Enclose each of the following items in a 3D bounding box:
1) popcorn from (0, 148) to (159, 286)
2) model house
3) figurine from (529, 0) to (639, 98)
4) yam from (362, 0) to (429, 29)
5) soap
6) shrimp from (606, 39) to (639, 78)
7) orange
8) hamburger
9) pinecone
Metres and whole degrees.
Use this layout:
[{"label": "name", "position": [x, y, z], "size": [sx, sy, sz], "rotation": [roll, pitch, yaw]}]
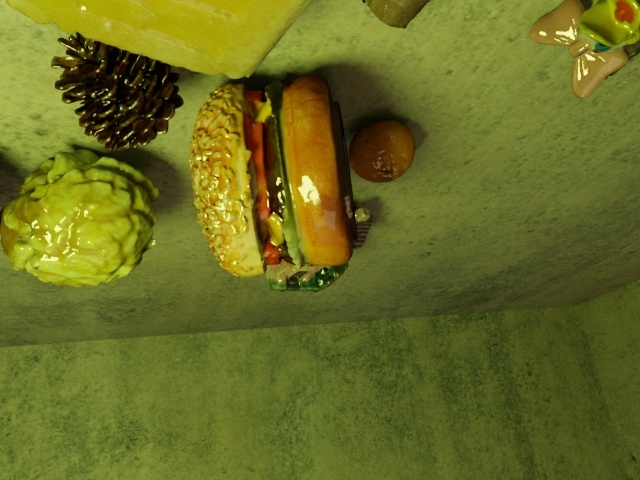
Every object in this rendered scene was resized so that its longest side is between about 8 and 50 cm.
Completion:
[{"label": "popcorn", "position": [-0.434, -0.042, 1.034], "size": [0.282, 0.282, 0.247], "rotation": [-22, 143, 33]}, {"label": "model house", "position": [0.000, 0.000, 1.371], "size": [0.236, 0.202, 0.237], "rotation": [4, 157, -29]}, {"label": "figurine", "position": [0.473, -0.357, 0.710], "size": [0.421, 0.154, 0.193], "rotation": [-37, 180, 38]}, {"label": "yam", "position": [0.118, -0.339, 0.709], "size": [0.084, 0.084, 0.127], "rotation": [5, 159, -30]}, {"label": "soap", "position": [-0.126, -0.333, 0.542], "size": [0.293, 0.156, 0.335], "rotation": [13, 150, -33]}, {"label": "shrimp", "position": [0.558, -0.344, 0.892], "size": [0.143, 0.052, 0.251], "rotation": [-1, 159, -29]}, {"label": "orange", "position": [0.121, -0.171, 1.093], "size": [0.135, 0.118, 0.135], "rotation": [0, 159, 0]}, {"label": "hamburger", "position": [-0.076, -0.103, 0.918], "size": [0.250, 0.330, 0.330], "rotation": [-9, 159, 6]}, {"label": "pinecone", "position": [-0.289, -0.222, 0.774], "size": [0.162, 0.163, 0.165], "rotation": [-17, 139, 22]}]
